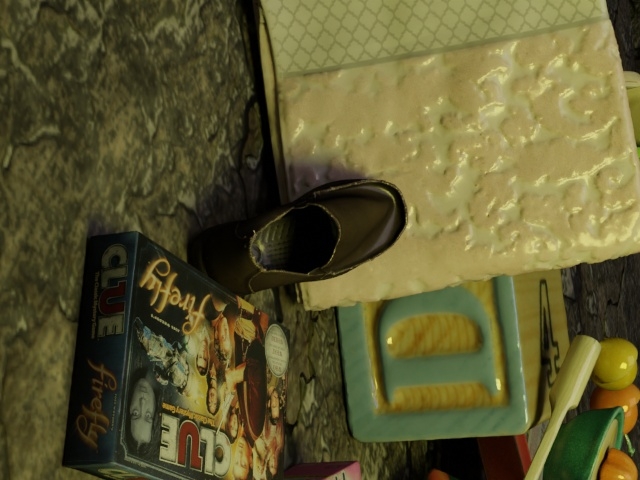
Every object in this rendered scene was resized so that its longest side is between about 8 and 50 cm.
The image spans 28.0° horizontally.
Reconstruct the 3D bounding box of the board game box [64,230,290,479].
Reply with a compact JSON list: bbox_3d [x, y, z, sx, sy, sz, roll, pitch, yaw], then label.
[{"bbox_3d":[-0.097,0.112,0.965,0.243,0.042,0.165,38,49,-58],"label":"board game box"}]

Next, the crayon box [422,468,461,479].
[{"bbox_3d":[0.211,0.357,1.251,0.202,0.318,0.081,-34,145,-64],"label":"crayon box"}]

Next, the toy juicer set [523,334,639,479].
[{"bbox_3d":[0.291,0.196,1.315,0.209,0.089,0.329,-69,156,-10],"label":"toy juicer set"}]

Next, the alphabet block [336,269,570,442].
[{"bbox_3d":[0.142,0.097,1.326,0.197,0.192,0.193,0,86,-67],"label":"alphabet block"}]

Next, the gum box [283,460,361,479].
[{"bbox_3d":[-0.003,0.292,1.097,0.107,0.062,0.188,-7,90,-66],"label":"gum box"}]

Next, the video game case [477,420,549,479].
[{"bbox_3d":[0.269,0.257,1.769,0.227,0.026,0.206,-73,147,-41],"label":"video game case"}]

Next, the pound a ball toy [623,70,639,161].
[{"bbox_3d":[0.223,-0.119,1.471,0.208,0.319,0.136,-8,91,-51],"label":"pound a ball toy"}]

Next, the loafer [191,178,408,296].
[{"bbox_3d":[0.000,0.000,1.068,0.220,0.078,0.080,-22,98,-38],"label":"loafer"}]

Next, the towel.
[{"bbox_3d":[0.118,-0.115,1.172,0.053,0.332,0.317,-90,170,-87],"label":"towel"}]

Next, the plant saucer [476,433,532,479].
[{"bbox_3d":[0.213,0.224,1.531,0.258,0.048,0.259,54,22,-66],"label":"plant saucer"}]
